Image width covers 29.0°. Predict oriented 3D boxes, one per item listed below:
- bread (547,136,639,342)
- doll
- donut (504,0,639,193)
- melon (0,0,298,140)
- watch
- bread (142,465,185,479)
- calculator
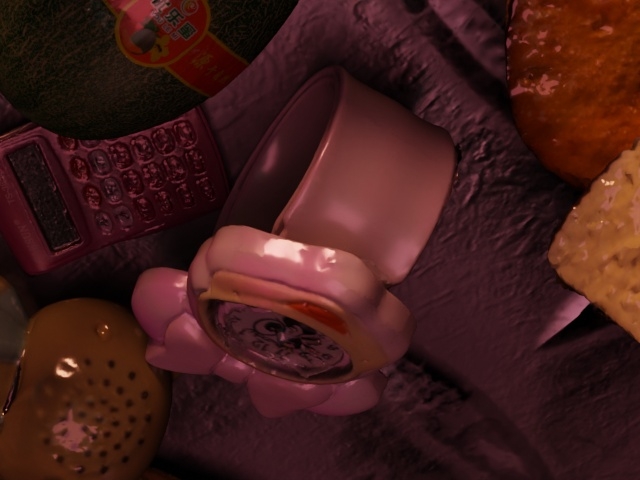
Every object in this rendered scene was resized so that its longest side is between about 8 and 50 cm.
[{"bbox_3d":[0.378,-0.033,0.949,0.242,0.405,0.346,40,110,19],"label":"bread"},{"bbox_3d":[-0.245,0.116,0.998,0.260,0.161,0.177,21,81,-20],"label":"doll"},{"bbox_3d":[0.267,-0.174,0.917,0.302,0.110,0.303,-2,116,-5],"label":"donut"},{"bbox_3d":[-0.109,-0.189,0.850,0.287,0.182,0.182,-42,111,14],"label":"melon"},{"bbox_3d":[0.000,0.000,0.946,0.210,0.218,0.248,29,150,-15],"label":"watch"},{"bbox_3d":[-0.090,0.322,1.148,0.380,0.109,0.185,22,121,-11],"label":"bread"},{"bbox_3d":[-0.176,-0.053,0.996,0.190,0.034,0.127,-19,115,0],"label":"calculator"}]
